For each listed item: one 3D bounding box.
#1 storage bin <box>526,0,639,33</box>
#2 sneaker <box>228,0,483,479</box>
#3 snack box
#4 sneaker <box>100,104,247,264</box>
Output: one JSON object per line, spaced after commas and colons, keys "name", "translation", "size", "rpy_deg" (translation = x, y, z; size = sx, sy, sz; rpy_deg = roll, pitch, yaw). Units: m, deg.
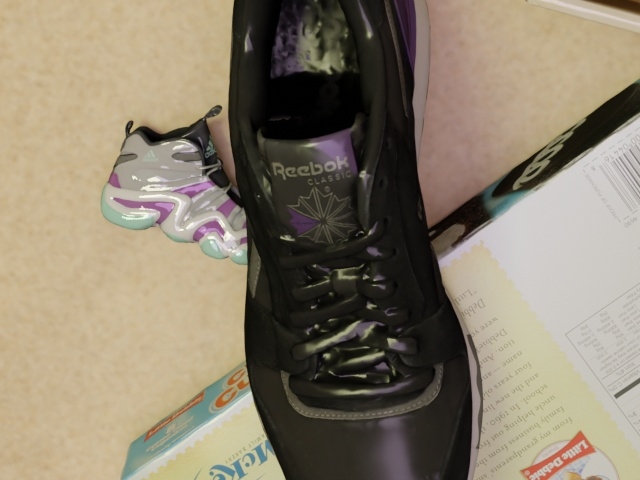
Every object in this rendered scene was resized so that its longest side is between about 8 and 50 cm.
{"name": "storage bin", "translation": [0.240, -0.195, 0.557], "size": [0.262, 0.123, 0.260], "rpy_deg": [15, 105, -5]}
{"name": "sneaker", "translation": [0.000, 0.000, 0.562], "size": [0.107, 0.124, 0.283], "rpy_deg": [-9, 86, 11]}
{"name": "snack box", "translation": [0.084, 0.090, 0.665], "size": [0.322, 0.060, 0.187], "rpy_deg": [-36, 102, 8]}
{"name": "sneaker", "translation": [-0.051, -0.030, 0.640], "size": [0.098, 0.038, 0.069], "rpy_deg": [16, 106, -6]}
